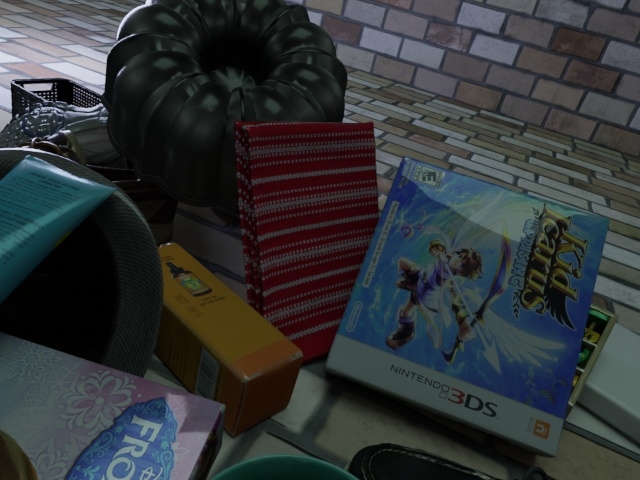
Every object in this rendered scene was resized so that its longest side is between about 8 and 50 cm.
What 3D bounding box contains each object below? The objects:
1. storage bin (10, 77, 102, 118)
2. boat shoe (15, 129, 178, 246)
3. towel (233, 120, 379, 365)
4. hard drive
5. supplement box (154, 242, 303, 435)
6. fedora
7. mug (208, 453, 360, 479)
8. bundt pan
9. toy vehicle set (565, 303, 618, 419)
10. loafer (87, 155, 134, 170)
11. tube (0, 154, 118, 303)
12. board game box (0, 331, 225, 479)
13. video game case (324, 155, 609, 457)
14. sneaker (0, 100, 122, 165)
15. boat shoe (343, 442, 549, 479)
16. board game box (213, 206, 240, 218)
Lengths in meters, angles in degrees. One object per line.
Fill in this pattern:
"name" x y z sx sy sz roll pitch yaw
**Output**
"storage bin" -0.484 -0.240 0.987 0.180 0.084 0.122 29 30 24
"boat shoe" -0.324 -0.077 0.627 0.342 0.123 0.123 12 14 -42
"towel" 0.000 0.000 0.604 0.199 0.274 0.031 -9 8 -37
"hard drive" 0.368 0.153 0.717 0.203 0.040 0.307 -15 40 -44
"supplement box" -0.128 0.091 0.551 0.233 0.080 0.078 36 33 32
"fedora" -0.256 0.047 0.466 0.276 0.243 0.124 5 -2 3
"mug" -0.011 0.214 0.296 0.158 0.097 0.129 23 28 27
"bundt pan" -0.111 -0.208 0.667 0.331 0.124 0.330 7 62 -13
"toy vehicle set" 0.223 0.098 0.684 0.267 0.035 0.166 27 48 28
"loafer" -0.324 -0.116 0.855 0.170 0.061 0.062 3 30 -19
"tube" -0.227 0.017 0.340 0.080 0.052 0.207 23 50 2
"board game box" -0.254 0.182 0.261 0.318 0.066 0.318 16 40 3
"video game case" 0.165 0.062 0.583 0.244 0.269 0.061 19 -17 8
"sneaker" -0.384 -0.163 0.869 0.297 0.129 0.111 -8 53 -1
"boat shoe" 0.177 0.235 0.389 0.340 0.113 0.127 28 30 23
"board game box" -0.068 -0.187 0.943 0.098 0.224 0.303 23 29 12
